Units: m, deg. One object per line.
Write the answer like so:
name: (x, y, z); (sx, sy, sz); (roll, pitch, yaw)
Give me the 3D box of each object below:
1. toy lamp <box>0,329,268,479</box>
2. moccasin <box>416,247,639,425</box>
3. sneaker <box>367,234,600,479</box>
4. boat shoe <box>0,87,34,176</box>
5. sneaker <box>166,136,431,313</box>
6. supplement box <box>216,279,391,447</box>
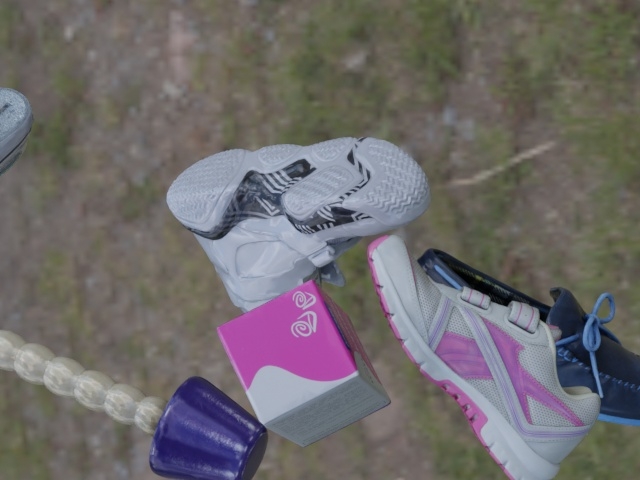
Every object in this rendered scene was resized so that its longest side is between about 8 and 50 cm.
toy lamp: (-0.169, 0.105, 1.344); (0.275, 0.080, 0.080); (21, 112, 13)
moccasin: (0.251, 0.108, 2.057); (0.138, 0.342, 0.117); (-82, 11, -72)
sneaker: (0.137, 0.086, 1.543); (0.111, 0.103, 0.252); (-40, 96, 1)
boat shoe: (-0.349, -0.048, 1.700); (0.083, 0.226, 0.076); (42, 153, 23)
sneaker: (0.000, 0.000, 2.163); (0.366, 0.137, 0.210); (0, 128, 40)
supplement box: (-0.014, 0.129, 1.882); (0.114, 0.220, 0.111); (-28, 75, 5)
